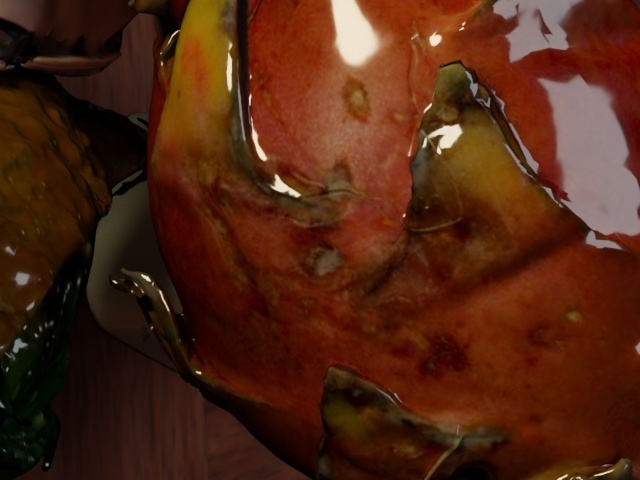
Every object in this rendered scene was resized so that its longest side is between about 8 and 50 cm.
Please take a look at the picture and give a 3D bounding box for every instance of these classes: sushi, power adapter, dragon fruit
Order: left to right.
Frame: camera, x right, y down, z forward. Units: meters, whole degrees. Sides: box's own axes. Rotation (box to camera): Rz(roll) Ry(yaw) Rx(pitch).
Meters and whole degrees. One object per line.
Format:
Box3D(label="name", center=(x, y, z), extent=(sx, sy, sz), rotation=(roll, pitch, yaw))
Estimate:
Box3D(label="sushi", center=(-0.149, 0.020, 0.608), extent=(0.140, 0.149, 0.287), rotation=(45, 17, -11))
Box3D(label="power adapter", center=(0.000, 0.000, 0.809), extent=(0.125, 0.205, 0.130), rotation=(40, 56, -54))
Box3D(label="dragon fruit", center=(0.041, -0.016, 0.626), extent=(0.315, 0.250, 0.250), rotation=(44, 44, -13))

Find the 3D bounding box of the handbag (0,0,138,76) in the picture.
Box3D(label="handbag", center=(-0.120, -0.166, 0.636), extent=(0.179, 0.116, 0.205), rotation=(53, 21, 7))
